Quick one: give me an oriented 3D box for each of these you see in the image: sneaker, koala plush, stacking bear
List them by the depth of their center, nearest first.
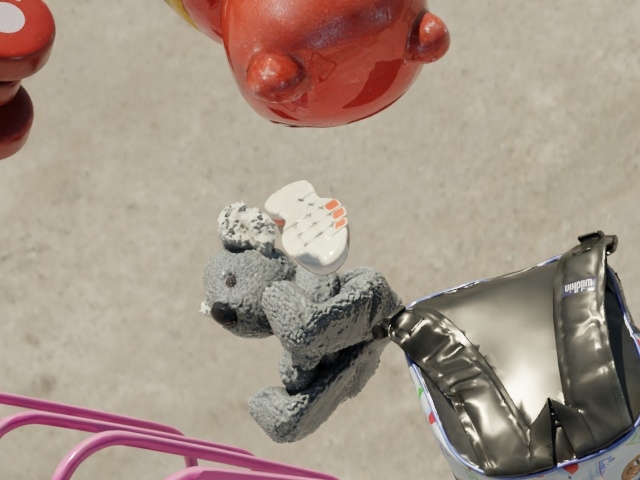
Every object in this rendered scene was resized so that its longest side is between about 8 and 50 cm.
[{"bbox_3d":[-0.032,-0.170,0.834,0.175,0.164,0.289,-13,47,-19],"label":"stacking bear"},{"bbox_3d":[0.000,0.000,1.306,0.061,0.065,0.158,-28,26,0],"label":"sneaker"},{"bbox_3d":[-0.045,0.075,1.702,0.221,0.196,0.203,31,41,29],"label":"koala plush"}]

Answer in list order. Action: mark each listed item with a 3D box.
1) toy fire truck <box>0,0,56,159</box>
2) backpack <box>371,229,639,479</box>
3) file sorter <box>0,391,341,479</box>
[{"bbox_3d":[-0.416,-0.179,1.440,0.254,0.169,0.302,43,53,11],"label":"toy fire truck"},{"bbox_3d":[0.222,0.163,1.543,0.276,0.213,0.263,-22,37,8],"label":"backpack"},{"bbox_3d":[-0.065,0.185,0.699,0.290,0.202,0.182,8,84,48],"label":"file sorter"}]
